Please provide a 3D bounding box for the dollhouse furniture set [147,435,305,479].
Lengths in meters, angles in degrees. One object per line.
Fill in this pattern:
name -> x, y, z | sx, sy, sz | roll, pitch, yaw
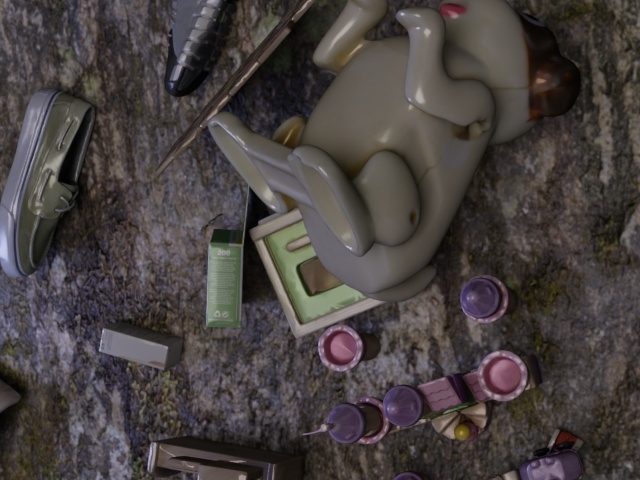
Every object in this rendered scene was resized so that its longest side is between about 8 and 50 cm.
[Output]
dollhouse furniture set -> -0.168, 0.456, 1.688 | 0.198, 0.286, 0.303 | 6, 86, 18

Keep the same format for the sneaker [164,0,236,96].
sneaker -> -0.205, -0.335, 1.729 | 0.132, 0.086, 0.228 | 27, 93, 18

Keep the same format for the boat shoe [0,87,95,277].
boat shoe -> -0.426, -0.084, 1.810 | 0.094, 0.109, 0.302 | 14, 97, 14

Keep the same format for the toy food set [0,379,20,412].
toy food set -> -0.631, 0.337, 1.941 | 0.220, 0.092, 0.306 | 30, 103, 25

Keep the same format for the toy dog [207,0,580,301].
toy dog -> 0.140, -0.144, 1.476 | 0.408, 0.285, 0.395 | -44, 116, -13

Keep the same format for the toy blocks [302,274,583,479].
toy blocks -> 0.157, 0.225, 1.546 | 0.289, 0.260, 0.308 | -21, 79, 18

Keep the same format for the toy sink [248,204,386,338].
toy sink -> 0.000, 0.000, 1.665 | 0.153, 0.131, 0.234 | -23, 88, 18

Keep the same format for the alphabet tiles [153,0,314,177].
alphabet tiles -> -0.106, -0.231, 1.600 | 0.011, 0.285, 0.342 | 41, 107, -10

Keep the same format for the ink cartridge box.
ink cartridge box -> -0.132, -0.004, 1.686 | 0.056, 0.171, 0.235 | 2, 98, -4

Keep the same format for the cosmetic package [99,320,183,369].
cosmetic package -> -0.278, 0.163, 1.812 | 0.115, 0.060, 0.041 | 14, 101, 18

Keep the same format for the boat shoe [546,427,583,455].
boat shoe -> 0.325, 0.332, 1.641 | 0.043, 0.049, 0.137 | 24, 98, 12
